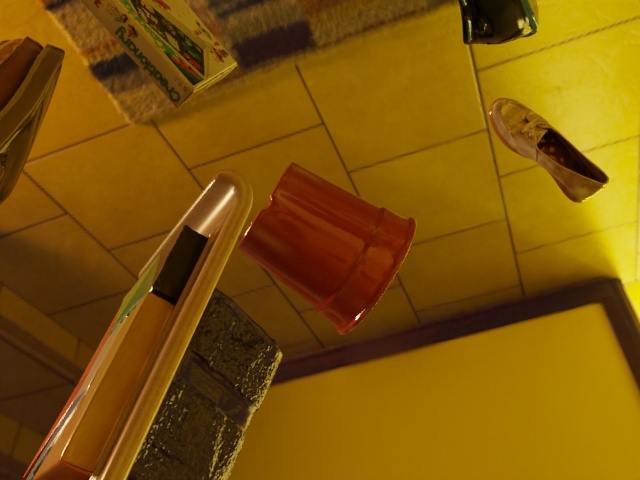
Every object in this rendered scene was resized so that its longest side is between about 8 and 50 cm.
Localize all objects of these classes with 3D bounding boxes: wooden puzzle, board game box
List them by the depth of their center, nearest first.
[{"bbox_3d":[-0.133,0.088,0.413,0.044,0.238,0.221,27,145,-19],"label":"wooden puzzle"},{"bbox_3d":[-0.290,-0.379,1.048,0.053,0.193,0.305,-34,104,29],"label":"board game box"}]

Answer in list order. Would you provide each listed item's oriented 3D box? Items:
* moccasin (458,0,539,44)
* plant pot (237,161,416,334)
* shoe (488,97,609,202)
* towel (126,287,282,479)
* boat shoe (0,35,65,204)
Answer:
[{"bbox_3d":[0.154,-0.346,0.724,0.117,0.137,0.342,-13,139,30],"label":"moccasin"},{"bbox_3d":[0.000,0.000,1.221,0.265,0.272,0.272,32,132,-7],"label":"plant pot"},{"bbox_3d":[0.357,-0.149,0.974,0.219,0.076,0.058,41,162,-4],"label":"shoe"},{"bbox_3d":[-0.178,0.234,0.904,0.076,0.308,0.227,-12,133,44],"label":"towel"},{"bbox_3d":[-0.245,-0.068,0.398,0.105,0.307,0.110,20,119,-21],"label":"boat shoe"}]
